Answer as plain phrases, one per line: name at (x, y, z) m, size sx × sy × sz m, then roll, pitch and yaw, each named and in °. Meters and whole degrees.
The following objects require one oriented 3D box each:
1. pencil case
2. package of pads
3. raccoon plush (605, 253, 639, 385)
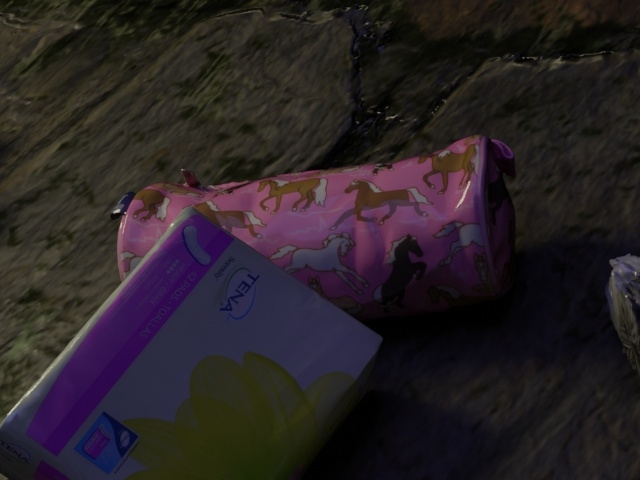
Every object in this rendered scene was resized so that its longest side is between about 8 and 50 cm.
pencil case at (0.000, 0.000, 1.736) m, size 0.386 × 0.167 × 0.160 m, roll -6°, pitch 9°, yaw 16°
package of pads at (-0.106, 0.140, 1.567) m, size 0.229 × 0.101 × 0.296 m, roll 35°, pitch 57°, yaw 4°
raccoon plush at (0.427, 0.078, 1.424) m, size 0.299 × 0.216 × 0.446 m, roll -13°, pitch 37°, yaw -4°
